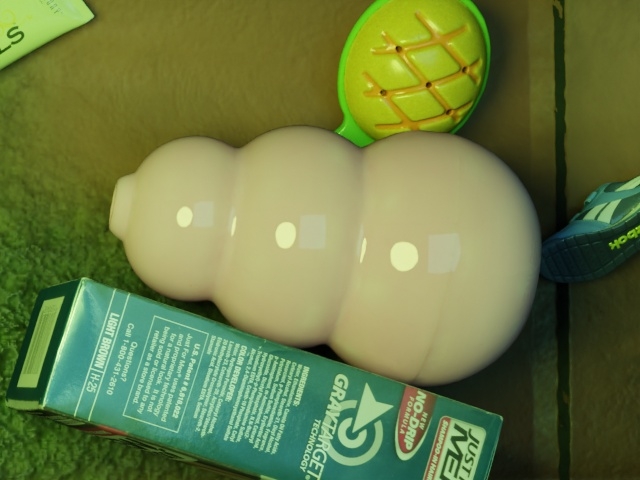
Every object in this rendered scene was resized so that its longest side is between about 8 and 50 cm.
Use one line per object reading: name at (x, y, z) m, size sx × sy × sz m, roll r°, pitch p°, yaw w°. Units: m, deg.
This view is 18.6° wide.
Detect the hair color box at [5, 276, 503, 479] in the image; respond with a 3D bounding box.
hair color box at (-0.055, 0.133, 1.518) m, size 0.347 × 0.174 × 0.105 m, roll 19°, pitch 81°, yaw -16°

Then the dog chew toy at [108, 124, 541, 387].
dog chew toy at (0.000, 0.000, 1.542) m, size 0.331 × 0.206 × 0.207 m, roll 11°, pitch 83°, yaw -9°

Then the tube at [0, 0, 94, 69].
tube at (-0.295, -0.147, 1.524) m, size 0.240 × 0.062 × 0.070 m, roll -39°, pitch 138°, yaw -22°

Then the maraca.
maraca at (0.071, -0.123, 1.624) m, size 0.127 × 0.099 × 0.186 m, roll 15°, pitch 107°, yaw -15°

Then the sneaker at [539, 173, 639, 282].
sneaker at (0.246, -0.012, 1.696) m, size 0.144 × 0.059 × 0.053 m, roll -27°, pitch 126°, yaw -3°
